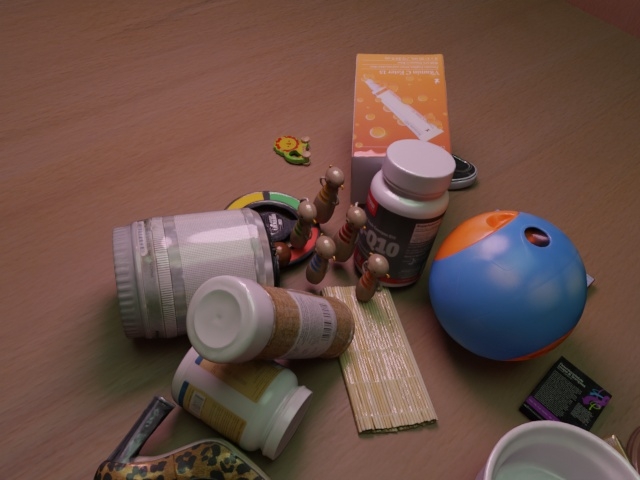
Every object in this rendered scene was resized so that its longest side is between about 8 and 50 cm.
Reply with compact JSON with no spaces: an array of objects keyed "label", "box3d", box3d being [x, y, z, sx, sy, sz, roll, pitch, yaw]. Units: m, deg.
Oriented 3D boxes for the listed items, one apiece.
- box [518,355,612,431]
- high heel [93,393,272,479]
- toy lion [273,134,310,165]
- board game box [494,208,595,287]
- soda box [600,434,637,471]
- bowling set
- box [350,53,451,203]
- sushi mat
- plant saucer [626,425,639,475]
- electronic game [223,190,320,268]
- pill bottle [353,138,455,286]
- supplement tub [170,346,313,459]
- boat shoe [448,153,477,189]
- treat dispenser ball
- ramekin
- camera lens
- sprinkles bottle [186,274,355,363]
[{"label":"box","box3d":[0.473,0.312,1.027,0.162,0.029,0.116,-33,63,-32]},{"label":"high heel","box3d":[-0.205,0.383,0.812,0.261,0.093,0.186,32,69,5]},{"label":"toy lion","box3d":[-0.075,-0.241,1.407,0.096,0.034,0.100,-2,49,-4]},{"label":"board game box","box3d":[0.493,0.043,1.269,0.145,0.027,0.281,-30,61,-33]},{"label":"soda box","box3d":[0.519,0.429,0.897,0.058,0.061,0.181,-30,48,21]},{"label":"bowling set","box3d":[0.000,0.000,1.078,0.199,0.154,0.287,-15,58,-28]},{"label":"box","box3d":[0.183,-0.268,1.269,0.214,0.168,0.346,2,57,4]},{"label":"sushi mat","box3d":[0.107,0.217,1.044,0.151,0.019,0.317,-4,50,-16]},{"label":"plant saucer","box3d":[0.687,0.445,0.945,0.277,0.041,0.278,5,49,-6]},{"label":"electronic game","box3d":[-0.113,-0.028,1.197,0.229,0.048,0.229,6,48,-6]},{"label":"pill bottle","box3d":[0.170,-0.054,1.106,0.161,0.283,0.161,6,40,-5]},{"label":"supplement tub","box3d":[-0.128,0.252,0.881,0.199,0.144,0.144,29,50,14]},{"label":"boat shoe","box3d":[0.273,-0.223,1.407,0.306,0.105,0.113,16,48,3]},{"label":"treat dispenser ball","box3d":[0.356,0.086,1.030,0.288,0.288,0.288,6,48,-6]},{"label":"ramekin","box3d":[0.363,0.438,0.822,0.277,0.135,0.277,6,47,-6]},{"label":"camera lens","box3d":[-0.224,0.058,0.982,0.274,0.219,0.219,-7,51,-17]},{"label":"sprinkles bottle","box3d":[-0.061,0.137,0.874,0.121,0.355,0.121,-6,77,25]}]
